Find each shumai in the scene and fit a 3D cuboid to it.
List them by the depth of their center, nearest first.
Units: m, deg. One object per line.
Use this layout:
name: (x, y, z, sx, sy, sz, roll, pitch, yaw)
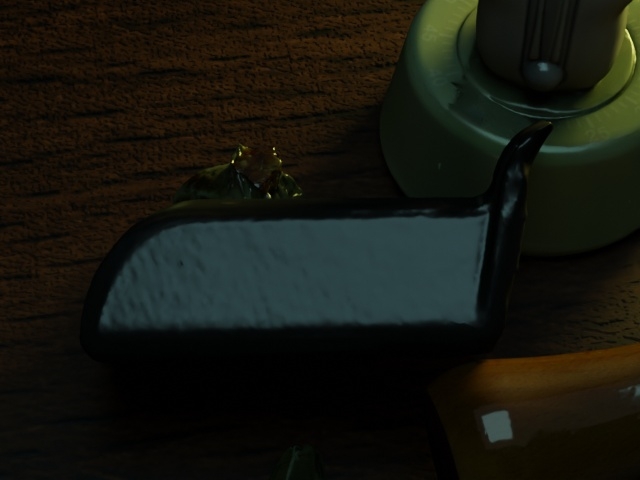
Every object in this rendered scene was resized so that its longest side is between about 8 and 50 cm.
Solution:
shumai: (-0.072, -0.042, 1.766, 0.124, 0.087, 0.099, -8, 54, -6)

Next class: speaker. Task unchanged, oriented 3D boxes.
speaker: (0.000, 0.000, 1.625, 0.388, 0.180, 0.184, -2, 94, 1)

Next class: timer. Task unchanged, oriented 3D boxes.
timer: (0.205, -0.191, 1.749, 0.291, 0.315, 0.291, 1, 51, -1)

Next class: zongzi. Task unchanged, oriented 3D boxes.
zongzi: (-0.048, 0.222, 1.591, 0.113, 0.052, 0.104, -13, 45, 4)

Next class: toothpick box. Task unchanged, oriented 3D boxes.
toothpick box: (0.241, 0.146, 1.575, 0.294, 0.192, 0.192, -15, 54, -6)
